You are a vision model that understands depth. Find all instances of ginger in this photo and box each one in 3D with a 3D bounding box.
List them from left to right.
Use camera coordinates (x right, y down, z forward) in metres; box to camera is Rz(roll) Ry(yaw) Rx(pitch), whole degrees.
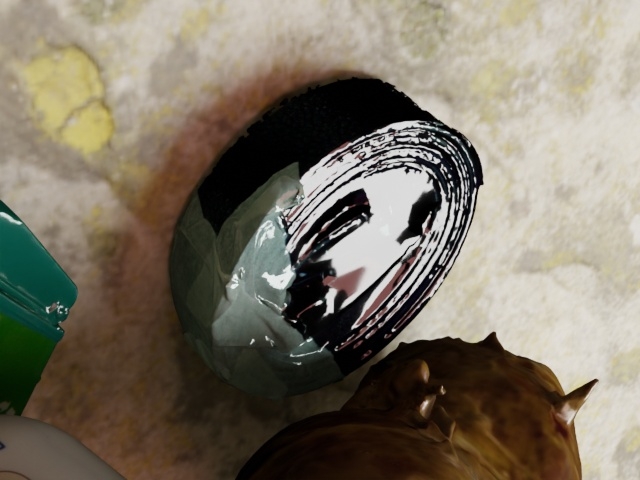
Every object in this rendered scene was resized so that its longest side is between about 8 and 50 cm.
[{"bbox_3d":[0.054,0.152,0.691,0.254,0.418,0.176,-39,90,-1],"label":"ginger"}]

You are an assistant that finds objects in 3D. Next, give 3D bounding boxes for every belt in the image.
[{"bbox_3d":[0.000,0.000,0.750,0.198,0.078,0.151,-48,135,1],"label":"belt"}]

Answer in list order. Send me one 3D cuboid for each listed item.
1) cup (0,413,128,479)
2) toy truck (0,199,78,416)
[{"bbox_3d":[-0.151,0.160,0.553,0.173,0.142,0.134,-51,156,-11],"label":"cup"},{"bbox_3d":[-0.219,0.079,0.627,0.124,0.114,0.253,12,110,-50],"label":"toy truck"}]
